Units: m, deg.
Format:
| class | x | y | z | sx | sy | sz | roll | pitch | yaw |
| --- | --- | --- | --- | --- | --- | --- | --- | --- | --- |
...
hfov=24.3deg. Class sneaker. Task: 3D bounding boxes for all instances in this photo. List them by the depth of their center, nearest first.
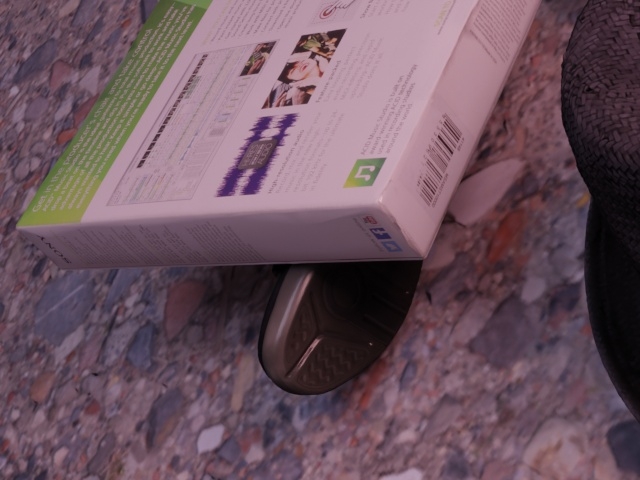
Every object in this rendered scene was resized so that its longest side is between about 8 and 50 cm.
| class | x | y | z | sx | sy | sz | roll | pitch | yaw |
| --- | --- | --- | --- | --- | --- | --- | --- | --- | --- |
| sneaker | 0.000 | 0.000 | 0.959 | 0.130 | 0.087 | 0.227 | -8 | 52 | 46 |

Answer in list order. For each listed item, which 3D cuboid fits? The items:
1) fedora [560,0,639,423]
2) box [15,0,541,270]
| class | x | y | z | sx | sy | sz | roll | pitch | yaw |
| --- | --- | --- | --- | --- | --- | --- | --- | --- | --- |
| fedora | 0.212 | -0.054 | 0.689 | 0.334 | 0.152 | 0.334 | -36 | 35 | 30 |
| box | -0.029 | -0.088 | 0.956 | 0.322 | 0.058 | 0.232 | -1 | 51 | 41 |
